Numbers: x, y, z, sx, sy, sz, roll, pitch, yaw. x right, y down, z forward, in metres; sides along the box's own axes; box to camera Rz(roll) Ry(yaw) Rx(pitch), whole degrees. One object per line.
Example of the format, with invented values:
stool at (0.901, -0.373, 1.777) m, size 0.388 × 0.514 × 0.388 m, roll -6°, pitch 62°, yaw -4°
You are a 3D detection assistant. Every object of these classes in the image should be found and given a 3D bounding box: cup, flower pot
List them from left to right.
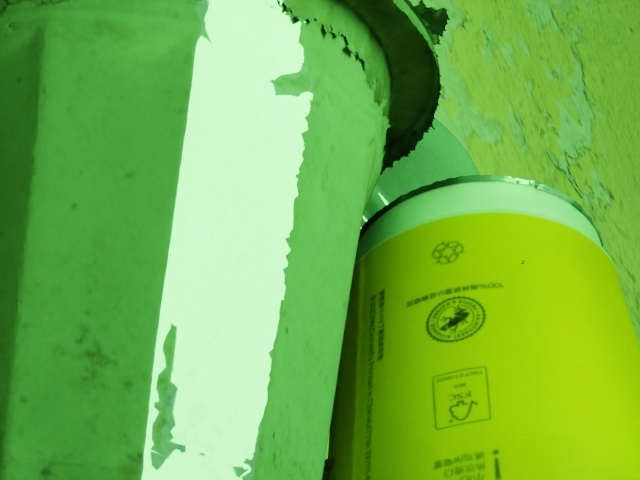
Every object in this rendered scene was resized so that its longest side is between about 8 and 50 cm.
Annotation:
flower pot at (-0.095, 0.020, 0.847) m, size 0.290 × 0.290 × 0.259 m, roll 32°, pitch 54°, yaw -45°
cup at (0.082, 0.115, 0.901) m, size 0.196 × 0.196 × 0.280 m, roll 40°, pitch 33°, yaw -37°

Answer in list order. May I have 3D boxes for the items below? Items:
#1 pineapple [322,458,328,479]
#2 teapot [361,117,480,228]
pineapple at (0.057, 0.189, 1.072) m, size 0.161 × 0.158 × 0.334 m, roll 36°, pitch 51°, yaw 30°
teapot at (0.000, 0.000, 1.070) m, size 0.162 × 0.239 × 0.149 m, roll 29°, pitch 22°, yaw 13°
